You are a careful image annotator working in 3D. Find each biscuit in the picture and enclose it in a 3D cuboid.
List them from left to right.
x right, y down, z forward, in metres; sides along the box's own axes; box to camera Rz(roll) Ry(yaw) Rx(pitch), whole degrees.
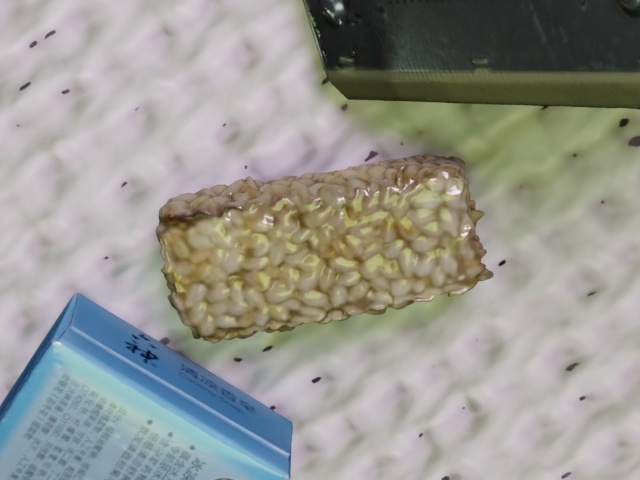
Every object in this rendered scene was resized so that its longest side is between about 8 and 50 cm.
[{"bbox_3d":[0.000,0.000,0.884,0.168,0.070,0.082,-11,103,6],"label":"biscuit"}]

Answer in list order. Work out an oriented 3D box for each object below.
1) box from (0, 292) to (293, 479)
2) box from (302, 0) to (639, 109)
[{"bbox_3d":[-0.134,0.164,0.929,0.143,0.083,0.232,32,103,-8],"label":"box"},{"bbox_3d":[0.061,-0.157,0.746,0.045,0.270,0.211,-26,110,-28],"label":"box"}]
